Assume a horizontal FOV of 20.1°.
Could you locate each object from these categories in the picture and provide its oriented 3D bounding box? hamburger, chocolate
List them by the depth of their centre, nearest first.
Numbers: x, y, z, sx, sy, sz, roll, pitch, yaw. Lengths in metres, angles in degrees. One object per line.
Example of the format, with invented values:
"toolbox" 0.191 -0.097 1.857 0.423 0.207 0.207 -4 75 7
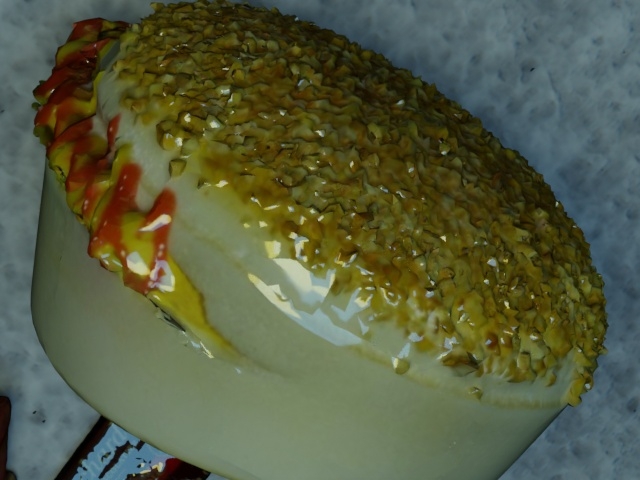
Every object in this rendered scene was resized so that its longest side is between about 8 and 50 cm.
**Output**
"hamburger" 0.000 0.000 0.851 0.294 0.276 0.179 21 111 -18
"chocolate" -0.111 0.140 0.996 0.086 0.028 0.182 40 97 -13

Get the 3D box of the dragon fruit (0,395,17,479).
"dragon fruit" -0.311 0.216 0.883 0.286 0.228 0.329 14 100 -13
